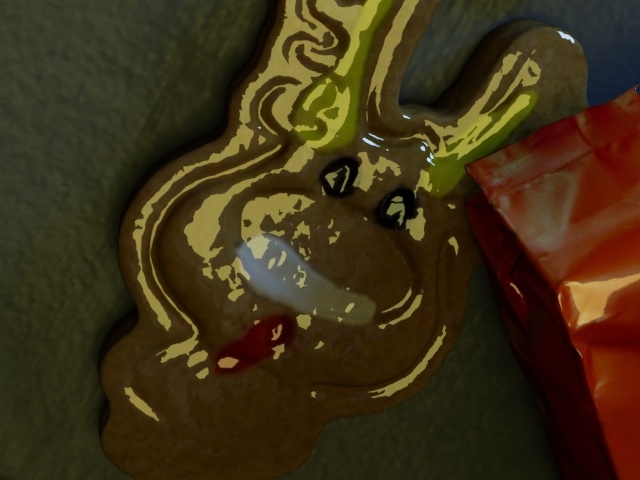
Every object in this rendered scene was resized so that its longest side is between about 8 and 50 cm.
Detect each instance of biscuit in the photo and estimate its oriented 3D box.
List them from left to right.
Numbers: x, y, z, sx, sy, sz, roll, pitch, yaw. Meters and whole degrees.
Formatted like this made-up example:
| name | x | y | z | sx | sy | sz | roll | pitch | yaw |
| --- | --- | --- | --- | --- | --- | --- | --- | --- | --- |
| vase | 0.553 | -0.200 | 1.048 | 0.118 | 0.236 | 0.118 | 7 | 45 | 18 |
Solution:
| name | x | y | z | sx | sy | sz | roll | pitch | yaw |
| --- | --- | --- | --- | --- | --- | --- | --- | --- | --- |
| biscuit | 0.001 | 0.001 | 0.959 | 0.186 | 0.044 | 0.295 | 27 | 101 | -18 |

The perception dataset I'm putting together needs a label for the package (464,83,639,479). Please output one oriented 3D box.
| name | x | y | z | sx | sy | sz | roll | pitch | yaw |
| --- | --- | --- | --- | --- | --- | --- | --- | --- | --- |
| package | 0.217 | 0.110 | 0.993 | 0.196 | 0.123 | 0.423 | -24 | 117 | -9 |
